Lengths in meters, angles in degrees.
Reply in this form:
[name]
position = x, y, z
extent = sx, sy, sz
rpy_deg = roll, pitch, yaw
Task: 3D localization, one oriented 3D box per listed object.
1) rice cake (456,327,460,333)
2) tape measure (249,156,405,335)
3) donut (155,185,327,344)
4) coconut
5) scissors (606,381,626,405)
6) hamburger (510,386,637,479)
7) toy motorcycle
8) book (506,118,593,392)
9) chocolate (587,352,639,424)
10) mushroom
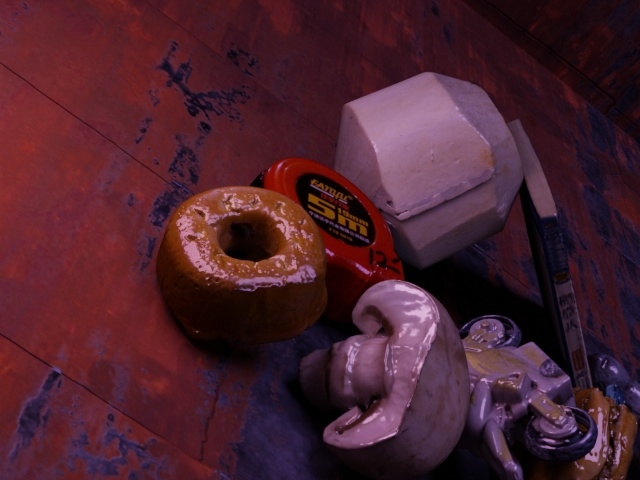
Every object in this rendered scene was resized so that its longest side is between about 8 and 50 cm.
[rice cake]
position = 0.150, 0.120, 1.967
extent = 0.226, 0.040, 0.085
rpy_deg = 40, 24, -5
[tape measure]
position = -0.001, 0.000, 1.847
extent = 0.253, 0.114, 0.260
rpy_deg = 27, 32, -25
[donut]
position = -0.097, 0.031, 1.606
extent = 0.227, 0.113, 0.226
rpy_deg = 8, 44, -8
[coconut]
position = 0.153, -0.111, 2.051
extent = 0.323, 0.323, 0.323
rpy_deg = 33, 27, -19
[scissors]
position = 0.415, 0.369, 1.804
extent = 0.180, 0.032, 0.392
rpy_deg = 52, 36, -41
[hamburger]
position = 0.341, 0.306, 1.757
extent = 0.108, 0.214, 0.213
rpy_deg = 37, 26, -13
[toy motorcycle]
position = 0.226, 0.218, 1.736
extent = 0.340, 0.223, 0.107
rpy_deg = -127, -162, -58
[book]
position = 0.390, 0.042, 2.157
extent = 0.300, 0.039, 0.428
rpy_deg = -97, 170, -54
[chocolate]
position = 0.530, 0.262, 2.259
extent = 0.167, 0.072, 0.072
rpy_deg = 40, 25, -7
[mushroom]
position = 0.092, 0.196, 1.619
extent = 0.189, 0.195, 0.253
rpy_deg = 50, 44, -38
